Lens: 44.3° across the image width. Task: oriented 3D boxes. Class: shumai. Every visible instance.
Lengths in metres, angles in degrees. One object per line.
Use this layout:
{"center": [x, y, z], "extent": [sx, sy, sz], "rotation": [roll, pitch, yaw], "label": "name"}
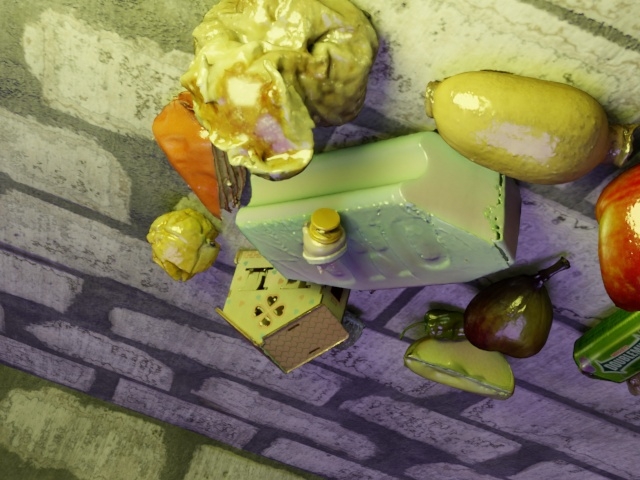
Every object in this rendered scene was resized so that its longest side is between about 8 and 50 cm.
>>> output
{"center": [-0.084, -0.188, 1.124], "extent": [0.267, 0.262, 0.314], "rotation": [36, 145, -26], "label": "shumai"}

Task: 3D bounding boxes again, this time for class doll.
{"center": [0.000, 0.000, 1.276], "extent": [0.084, 0.073, 0.127], "rotation": [41, 150, 28], "label": "doll"}

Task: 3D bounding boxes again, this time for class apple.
{"center": [0.316, 0.286, 1.811], "extent": [0.265, 0.120, 0.193], "rotation": [19, 161, 1], "label": "apple"}

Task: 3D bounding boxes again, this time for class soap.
{"center": [0.107, -0.038, 1.366], "extent": [0.446, 0.156, 0.261], "rotation": [-7, 140, 33], "label": "soap"}

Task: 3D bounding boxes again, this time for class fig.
{"center": [0.394, 0.126, 1.520], "extent": [0.170, 0.145, 0.274], "rotation": [20, 135, -8], "label": "fig"}

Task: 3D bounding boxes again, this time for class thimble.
{"center": [0.051, 0.206, 1.837], "extent": [0.062, 0.084, 0.110], "rotation": [32, 133, -25], "label": "thimble"}

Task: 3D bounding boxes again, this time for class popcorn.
{"center": [-0.281, 0.005, 1.627], "extent": [0.152, 0.148, 0.167], "rotation": [21, 145, 39], "label": "popcorn"}

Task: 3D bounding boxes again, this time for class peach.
{"center": [0.539, -0.015, 1.122], "extent": [0.275, 0.248, 0.245], "rotation": [-7, 119, 20], "label": "peach"}

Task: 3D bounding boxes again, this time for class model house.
{"center": [-0.054, 0.149, 1.651], "extent": [0.326, 0.244, 0.169], "rotation": [-3, 141, 27], "label": "model house"}

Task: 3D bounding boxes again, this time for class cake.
{"center": [-0.205, -0.148, 1.400], "extent": [0.135, 0.098, 0.287], "rotation": [5, 142, 17], "label": "cake"}

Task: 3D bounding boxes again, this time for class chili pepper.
{"center": [0.276, 0.183, 1.709], "extent": [0.204, 0.073, 0.072], "rotation": [11, 132, -12], "label": "chili pepper"}

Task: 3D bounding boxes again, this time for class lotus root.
{"center": [0.292, -0.158, 1.112], "extent": [0.303, 0.130, 0.146], "rotation": [15, 149, 2], "label": "lotus root"}

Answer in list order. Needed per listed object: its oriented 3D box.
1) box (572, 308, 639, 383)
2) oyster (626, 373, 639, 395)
{"center": [0.626, 0.173, 1.502], "extent": [0.134, 0.097, 0.345], "rotation": [19, 148, -5], "label": "box"}
{"center": [0.789, 0.310, 1.613], "extent": [0.201, 0.107, 0.354], "rotation": [34, 154, -18], "label": "oyster"}
